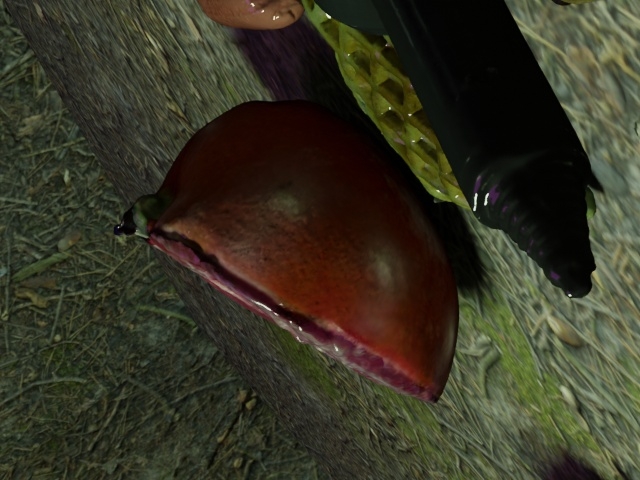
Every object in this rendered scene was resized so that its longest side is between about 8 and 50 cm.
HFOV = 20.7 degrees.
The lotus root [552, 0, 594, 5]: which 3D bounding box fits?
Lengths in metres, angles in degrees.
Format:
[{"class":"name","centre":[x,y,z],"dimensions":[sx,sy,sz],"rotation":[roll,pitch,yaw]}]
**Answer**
[{"class":"lotus root","centre":[0.110,-0.145,0.744],"dimensions":[0.152,0.063,0.072],"rotation":[68,-169,-77]}]

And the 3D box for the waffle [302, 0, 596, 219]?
[{"class":"waffle","centre":[0.077,-0.091,1.106],"dimensions":[0.208,0.054,0.214],"rotation":[59,163,-14]}]

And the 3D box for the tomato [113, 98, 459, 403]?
[{"class":"tomato","centre":[0.001,-0.003,1.448],"dimensions":[0.289,0.176,0.335],"rotation":[34,174,-13]}]

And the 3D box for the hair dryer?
[{"class":"hair dryer","centre":[0.054,-0.097,0.799],"dimensions":[0.189,0.107,0.352],"rotation":[62,-174,-53]}]

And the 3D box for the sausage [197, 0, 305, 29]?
[{"class":"sausage","centre":[-0.053,-0.192,1.331],"dimensions":[0.062,0.062,0.154],"rotation":[56,169,-18]}]
